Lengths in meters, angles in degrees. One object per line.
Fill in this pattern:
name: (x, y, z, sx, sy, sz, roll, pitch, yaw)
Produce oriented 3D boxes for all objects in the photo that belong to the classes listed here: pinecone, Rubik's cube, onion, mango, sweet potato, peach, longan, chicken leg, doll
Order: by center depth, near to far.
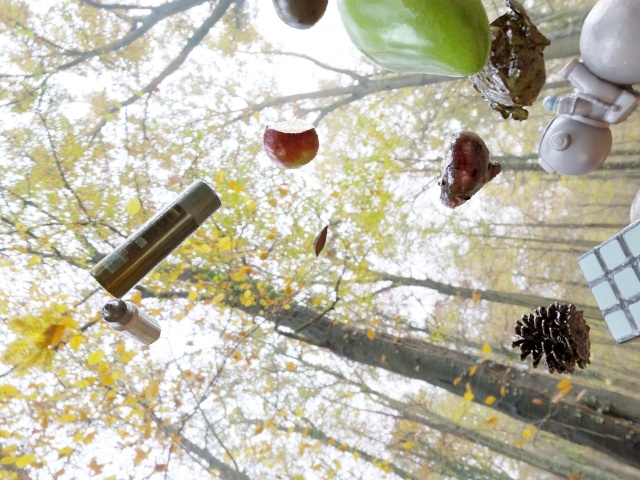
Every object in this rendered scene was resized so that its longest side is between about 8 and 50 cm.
doll: (0.433, -0.227, 0.666, 0.151, 0.151, 0.287, -24, -41, -44)
Rubik's cube: (0.555, 0.062, 0.697, 0.160, 0.163, 0.162, -4, -119, -13)
mango: (0.152, -0.381, 0.746, 0.156, 0.343, 0.192, -22, -37, -23)
chicken leg: (0.385, -0.450, 0.989, 0.140, 0.211, 0.361, -10, -119, -15)
pinecone: (0.521, 0.227, 1.003, 0.163, 0.165, 0.163, 15, -114, -36)
sweet potato: (0.000, 0.000, 1.208, 0.034, 0.034, 0.095, 23, -93, -47)
longan: (-0.063, -0.745, 1.324, 0.198, 0.212, 0.198, -3, -66, -7)
onion: (0.509, -0.233, 1.489, 0.272, 0.195, 0.272, 15, -90, -70)
peach: (-0.102, -0.345, 1.513, 0.192, 0.190, 0.190, 50, -121, -41)

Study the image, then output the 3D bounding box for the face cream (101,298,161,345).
face cream: (-0.568, 0.239, 1.301, 0.311, 0.092, 0.092, 87, -152, -65)

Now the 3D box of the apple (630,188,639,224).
apple: (0.907, -0.052, 1.080, 0.256, 0.234, 0.257, -4, -60, -6)

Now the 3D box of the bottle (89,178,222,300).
bottle: (-0.328, -0.008, 0.893, 0.286, 0.082, 0.082, -47, -53, -19)
